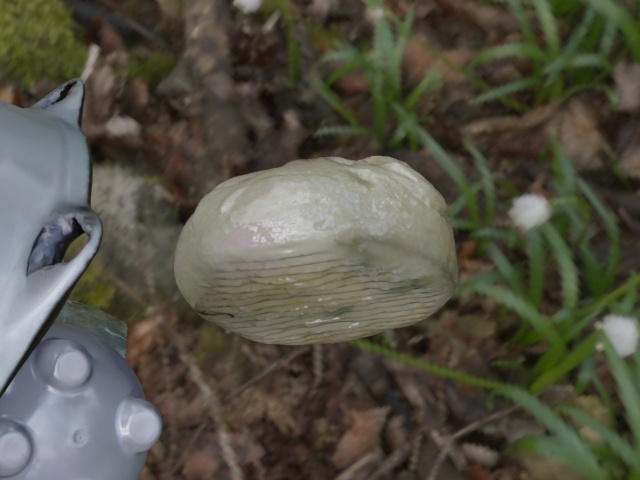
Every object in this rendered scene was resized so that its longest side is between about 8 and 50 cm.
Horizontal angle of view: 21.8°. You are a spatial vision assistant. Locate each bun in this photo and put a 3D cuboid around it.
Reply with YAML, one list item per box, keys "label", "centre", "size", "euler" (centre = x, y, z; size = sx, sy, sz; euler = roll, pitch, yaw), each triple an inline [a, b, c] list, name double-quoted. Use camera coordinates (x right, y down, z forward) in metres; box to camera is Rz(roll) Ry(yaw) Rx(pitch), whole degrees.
- label: "bun"
  centre: [0.000, 0.000, 1.268]
  size: [0.237, 0.210, 0.116]
  euler: [40, 41, -62]

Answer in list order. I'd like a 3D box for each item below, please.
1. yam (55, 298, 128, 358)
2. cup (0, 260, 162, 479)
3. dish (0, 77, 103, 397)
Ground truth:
- label: "yam"
  centre: [-0.299, 0.117, 1.360]
  size: [0.271, 0.202, 0.201]
  euler: [14, 24, -11]
- label: "cup"
  centre: [-0.163, 0.093, 0.985]
  size: [0.134, 0.142, 0.173]
  euler: [27, 74, -27]
- label: "dish"
  centre: [-0.248, 0.020, 0.894]
  size: [0.120, 0.303, 0.303]
  euler: [34, 56, -27]
